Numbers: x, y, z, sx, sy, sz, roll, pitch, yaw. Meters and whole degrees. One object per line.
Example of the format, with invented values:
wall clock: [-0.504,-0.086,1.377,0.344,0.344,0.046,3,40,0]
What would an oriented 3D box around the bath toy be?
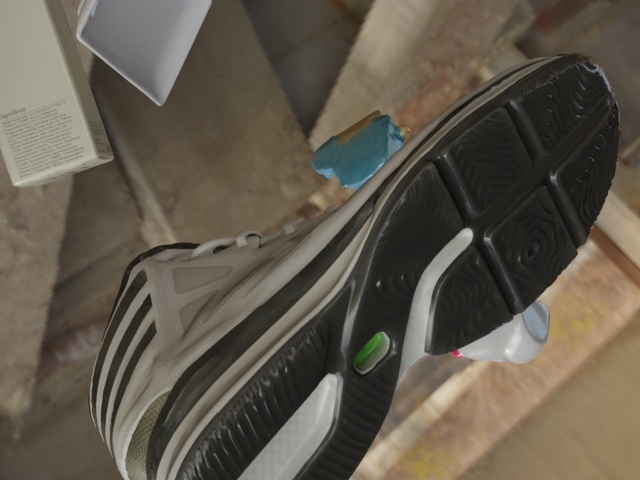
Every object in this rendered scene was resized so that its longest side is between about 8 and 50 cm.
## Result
bath toy: [0.135,0.012,1.487,0.129,0.348,0.151,-24,-154,33]

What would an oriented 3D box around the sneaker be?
sneaker: [-0.001,0.000,0.937,0.447,0.257,0.169,-44,129,-14]

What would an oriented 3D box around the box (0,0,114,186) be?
box: [-0.340,-0.207,1.480,0.113,0.275,0.094,-17,-179,4]

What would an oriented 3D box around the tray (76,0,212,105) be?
tray: [-0.191,-0.245,1.363,0.145,0.030,0.270,-66,167,-4]
